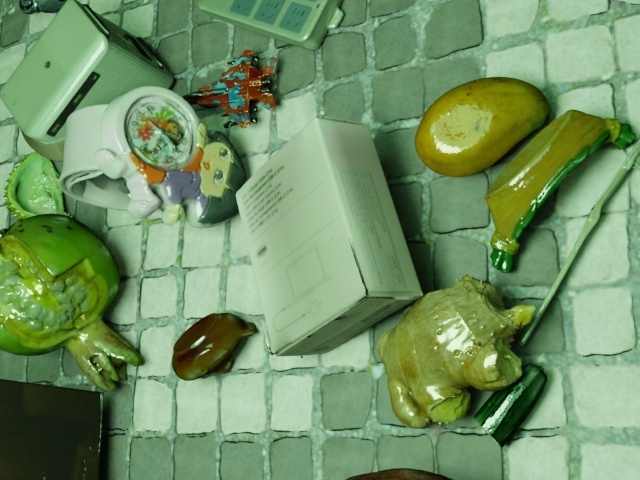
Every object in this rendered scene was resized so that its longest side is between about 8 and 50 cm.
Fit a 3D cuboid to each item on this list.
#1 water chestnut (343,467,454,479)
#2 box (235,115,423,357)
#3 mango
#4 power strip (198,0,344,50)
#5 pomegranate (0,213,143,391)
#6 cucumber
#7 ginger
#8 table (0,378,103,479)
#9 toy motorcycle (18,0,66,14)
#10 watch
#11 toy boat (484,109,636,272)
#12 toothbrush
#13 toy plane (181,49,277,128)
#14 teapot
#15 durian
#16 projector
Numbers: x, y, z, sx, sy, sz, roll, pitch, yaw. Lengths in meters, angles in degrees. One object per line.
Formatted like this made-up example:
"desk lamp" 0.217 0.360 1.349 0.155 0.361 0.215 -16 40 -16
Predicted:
"water chestnut" 0.068 0.405 0.810 0.350 0.302 0.350 -6 76 25
"box" 0.000 0.000 1.032 0.203 0.106 0.252 -39 59 44
"mango" 0.194 -0.148 0.999 0.165 0.089 0.115 -41 62 13
"power strip" -0.079 -0.380 1.246 0.270 0.046 0.118 27 92 33
"pomegranate" -0.397 0.100 1.237 0.236 0.236 0.302 -41 94 16
"cucumber" 0.222 0.185 0.926 0.048 0.048 0.105 39 96 32
"ginger" 0.157 0.122 0.940 0.216 0.102 0.157 -34 47 31
"table" -0.510 0.327 1.180 0.282 0.250 0.196 -18 66 35
"toy motorcycle" -0.497 -0.501 1.514 0.124 0.061 0.193 37 97 29
"watch" -0.260 -0.099 1.205 0.231 0.244 0.196 -20 64 49
"toy boat" 0.268 -0.067 0.951 0.088 0.089 0.229 41 102 -8
"toothbrush" 0.307 -0.002 0.933 0.028 0.026 0.294 35 97 17
"toy plane" -0.149 -0.225 1.241 0.189 0.061 0.130 -9 74 33
"teapot" -0.151 0.155 1.143 0.129 0.078 0.098 -38 21 3
"durian" -0.492 -0.068 1.398 0.100 0.086 0.215 -30 61 6
"projector" -0.389 -0.245 1.318 0.242 0.177 0.163 -49 57 10
